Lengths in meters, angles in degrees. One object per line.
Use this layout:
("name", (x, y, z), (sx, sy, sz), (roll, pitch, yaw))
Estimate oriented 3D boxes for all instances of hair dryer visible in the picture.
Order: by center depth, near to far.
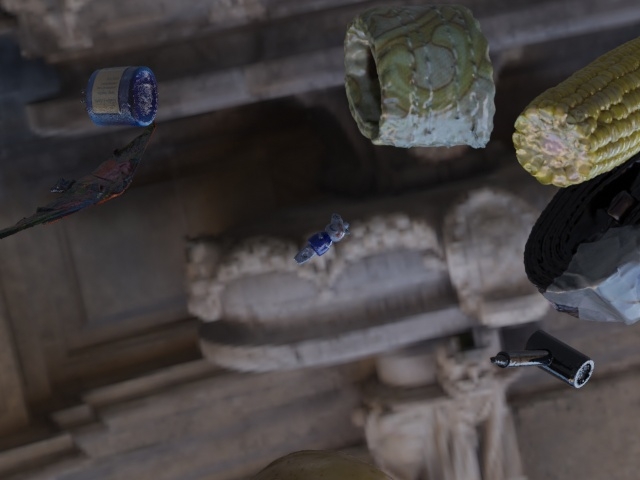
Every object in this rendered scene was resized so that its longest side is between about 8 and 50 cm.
("hair dryer", (0.404, 0.231, 2.460), (0.128, 0.070, 0.255), (30, -162, 36))

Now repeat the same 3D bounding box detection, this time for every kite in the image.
("kite", (-0.330, -0.084, 1.886), (0.321, 0.016, 0.234), (-40, -155, -25))

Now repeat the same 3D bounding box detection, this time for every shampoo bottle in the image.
("shampoo bottle", (-0.301, -0.212, 1.933), (0.050, 0.087, 0.183), (-5, -173, -34))

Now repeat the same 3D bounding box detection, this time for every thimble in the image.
("thimble", (0.116, -0.187, 1.536), (0.143, 0.190, 0.137), (-5, 159, -19))

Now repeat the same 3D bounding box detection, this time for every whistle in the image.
("whistle", (0.000, 0.000, 1.664), (0.083, 0.033, 0.029), (-39, -174, -8))

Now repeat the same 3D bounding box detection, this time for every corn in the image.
("corn", (0.263, -0.120, 1.151), (0.244, 0.093, 0.093), (-28, -162, -39))

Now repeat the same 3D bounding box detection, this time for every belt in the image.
("belt", (0.409, -0.013, 1.703), (0.289, 0.164, 0.184), (-45, -135, 8))

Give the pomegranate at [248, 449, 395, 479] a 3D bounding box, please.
("pomegranate", (-0.013, 0.558, 2.426), (0.410, 0.410, 0.410), (-11, -170, 2))
